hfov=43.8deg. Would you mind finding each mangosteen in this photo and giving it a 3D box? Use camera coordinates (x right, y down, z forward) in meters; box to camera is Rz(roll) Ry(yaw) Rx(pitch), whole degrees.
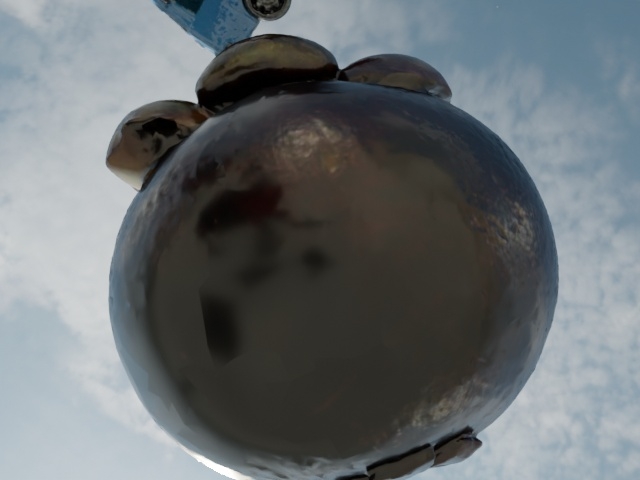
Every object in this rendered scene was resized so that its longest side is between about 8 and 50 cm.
[{"bbox_3d":[0.000,0.000,0.564,0.307,0.307,0.347,-27,-113,18],"label":"mangosteen"}]

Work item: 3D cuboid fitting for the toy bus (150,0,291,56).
[{"bbox_3d":[-0.067,-0.289,0.748,0.133,0.116,0.234,31,-81,-13],"label":"toy bus"}]
